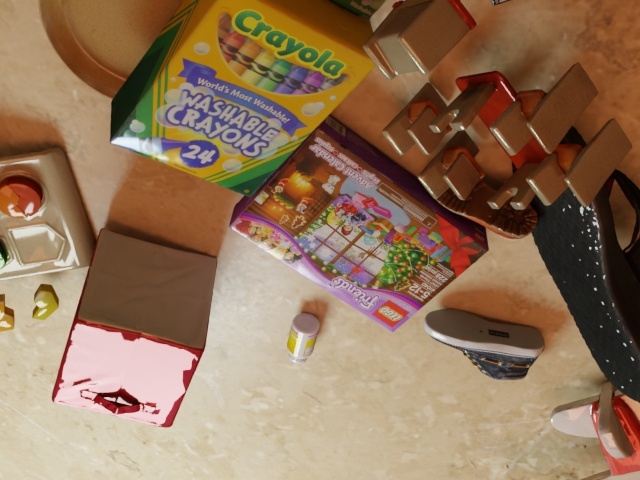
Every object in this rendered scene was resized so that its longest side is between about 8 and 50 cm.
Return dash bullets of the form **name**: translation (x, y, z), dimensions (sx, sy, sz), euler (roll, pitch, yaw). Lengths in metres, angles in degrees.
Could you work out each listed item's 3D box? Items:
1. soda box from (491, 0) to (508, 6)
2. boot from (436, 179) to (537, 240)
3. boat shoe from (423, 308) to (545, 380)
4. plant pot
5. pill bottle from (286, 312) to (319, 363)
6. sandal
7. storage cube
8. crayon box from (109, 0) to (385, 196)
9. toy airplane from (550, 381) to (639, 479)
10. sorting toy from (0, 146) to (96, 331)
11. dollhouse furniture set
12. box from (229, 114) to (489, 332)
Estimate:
- **soda box**: translation (0.183, -0.336, 0.920), dimensions (0.060, 0.053, 0.169), euler (-14, 127, 21)
- **boot**: translation (0.205, -0.047, 1.161), dimensions (0.158, 0.084, 0.059), euler (32, 88, 12)
- **boat shoe**: translation (0.237, 0.163, 1.330), dimensions (0.183, 0.065, 0.083), euler (13, 130, -2)
- **plant pot**: translation (-0.220, -0.268, 1.069), dimensions (0.236, 0.032, 0.236), euler (5, 131, 5)
- **pill bottle**: translation (-0.029, 0.156, 1.388), dimensions (0.043, 0.043, 0.083), euler (13, 131, -1)
- **sandal**: translation (0.367, 0.017, 1.139), dimensions (0.107, 0.167, 0.445), euler (-35, 117, -12)
- **storage cube**: translation (-0.269, 0.131, 1.300), dimensions (0.184, 0.215, 0.193), euler (16, 130, -13)
- **crayon box**: translation (-0.080, -0.201, 1.029), dimensions (0.203, 0.083, 0.323), euler (20, 133, -32)
- **toy airplane**: translation (0.507, 0.400, 1.347), dimensions (0.385, 0.272, 0.386), euler (15, 132, -1)
- **sorting toy**: translation (-0.452, 0.014, 1.298), dimensions (0.229, 0.041, 0.307), euler (-12, 130, -5)
- **dollhouse furniture set**: translation (0.181, -0.164, 0.972), dimensions (0.259, 0.135, 0.262), euler (49, 162, -23)
- **box**: translation (0.053, -0.017, 1.202), dimensions (0.293, 0.057, 0.201), euler (33, 123, -18)
